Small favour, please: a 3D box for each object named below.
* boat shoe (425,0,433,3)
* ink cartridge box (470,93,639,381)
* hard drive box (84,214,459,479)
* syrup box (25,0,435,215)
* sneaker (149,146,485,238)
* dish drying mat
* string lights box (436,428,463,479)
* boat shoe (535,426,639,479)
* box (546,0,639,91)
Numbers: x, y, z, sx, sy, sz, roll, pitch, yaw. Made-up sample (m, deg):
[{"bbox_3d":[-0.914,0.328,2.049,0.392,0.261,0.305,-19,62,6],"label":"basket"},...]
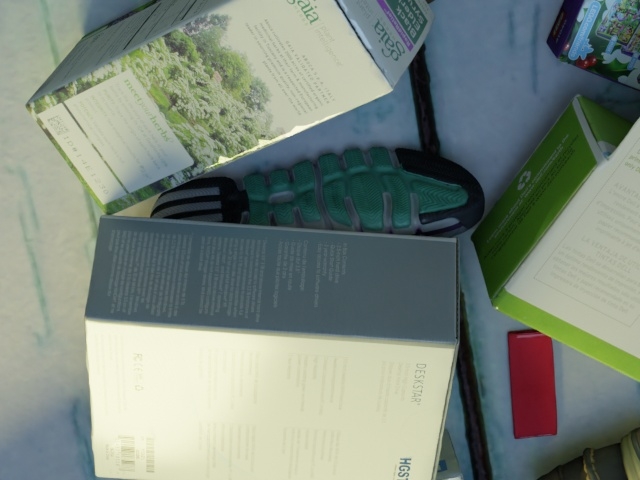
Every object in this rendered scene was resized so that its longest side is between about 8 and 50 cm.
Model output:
[{"bbox_3d":[0.005,-0.276,1.164,0.105,0.089,0.285,-34,113,-19],"label":"boat shoe"},{"bbox_3d":[0.249,-0.036,1.223,0.189,0.097,0.255,26,114,-19],"label":"ink cartridge box"},{"bbox_3d":[-0.032,0.080,1.233,0.232,0.089,0.181,5,140,-1],"label":"hard drive box"},{"bbox_3d":[-0.056,-0.111,1.159,0.237,0.096,0.093,-23,113,31],"label":"syrup box"},{"bbox_3d":[0.000,0.000,1.273,0.224,0.083,0.098,-5,132,2],"label":"sneaker"},{"bbox_3d":[0.151,0.102,1.342,0.032,0.008,0.083,-6,111,0],"label":"dish drying mat"},{"bbox_3d":[0.056,0.279,1.364,0.133,0.077,0.259,-11,110,0],"label":"string lights box"},{"bbox_3d":[0.236,0.306,1.372,0.130,0.132,0.355,-13,102,12],"label":"boat shoe"},{"bbox_3d":[0.296,-0.219,1.206,0.201,0.057,0.293,20,108,-9],"label":"box"}]
